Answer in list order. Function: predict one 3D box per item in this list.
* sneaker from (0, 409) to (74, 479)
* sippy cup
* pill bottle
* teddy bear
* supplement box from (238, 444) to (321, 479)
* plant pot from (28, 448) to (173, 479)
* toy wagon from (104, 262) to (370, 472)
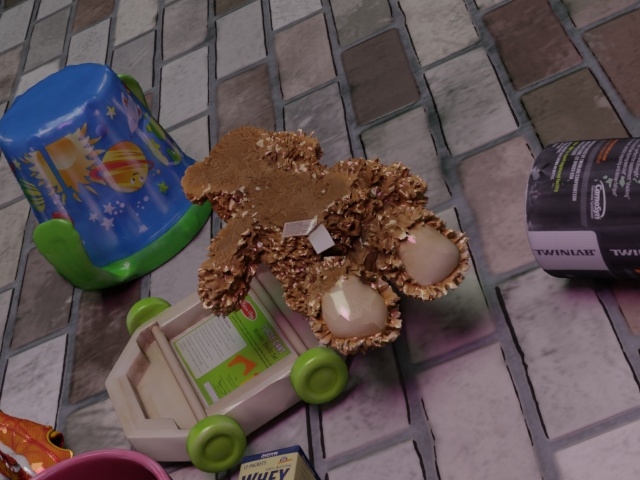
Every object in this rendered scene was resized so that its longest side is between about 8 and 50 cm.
[{"bbox_3d":[-0.315,0.223,1.304,0.067,0.064,0.175,-25,33,-30],"label":"sneaker"},{"bbox_3d":[-0.286,-0.095,1.542,0.240,0.224,0.305,-37,34,-10],"label":"sippy cup"},{"bbox_3d":[0.316,-0.029,1.072,0.245,0.130,0.130,0,43,38],"label":"pill bottle"},{"bbox_3d":[0.000,0.000,1.202,0.338,0.113,0.245,17,61,39],"label":"teddy bear"},{"bbox_3d":[-0.031,0.236,1.029,0.056,0.083,0.083,-16,34,19],"label":"supplement box"},{"bbox_3d":[-0.163,0.298,0.959,0.201,0.180,0.201,-20,34,14],"label":"plant pot"},{"bbox_3d":[-0.058,0.093,1.258,0.344,0.068,0.267,-32,33,-6],"label":"toy wagon"}]
